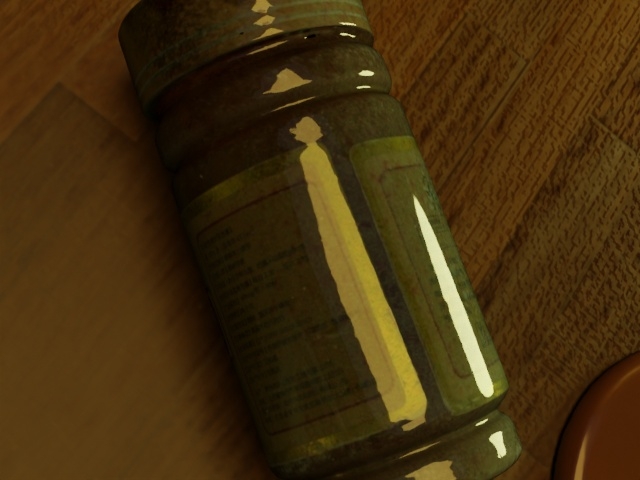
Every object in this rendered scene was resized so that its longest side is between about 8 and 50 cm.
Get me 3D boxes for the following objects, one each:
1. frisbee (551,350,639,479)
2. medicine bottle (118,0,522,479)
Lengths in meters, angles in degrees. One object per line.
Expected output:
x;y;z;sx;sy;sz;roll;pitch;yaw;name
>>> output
0.279;0.196;0.743;0.251;0.021;0.250;4;75;-16;frisbee
0.000;0.000;0.625;0.151;0.151;0.322;-18;83;-21;medicine bottle
